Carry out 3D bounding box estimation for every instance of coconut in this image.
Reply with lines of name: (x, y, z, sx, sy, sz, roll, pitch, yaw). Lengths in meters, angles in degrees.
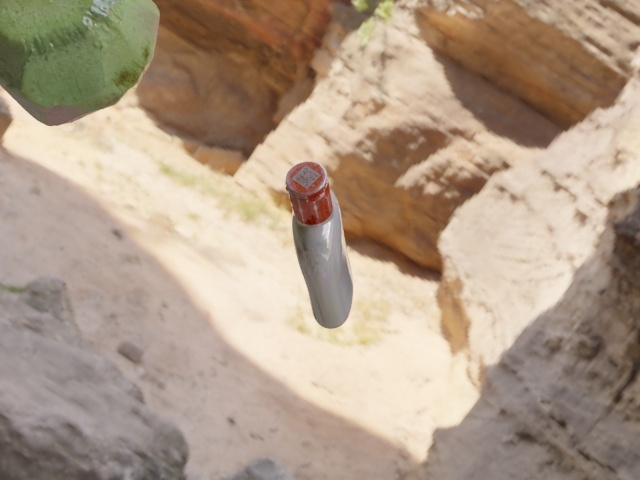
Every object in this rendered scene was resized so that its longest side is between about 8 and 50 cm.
coconut: (-0.315, -0.252, 1.254, 0.204, 0.236, 0.236, 23, 9, 11)

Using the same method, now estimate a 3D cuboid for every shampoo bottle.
shampoo bottle: (0.000, 0.000, 1.036, 0.221, 0.051, 0.108, 78, 11, -56)
